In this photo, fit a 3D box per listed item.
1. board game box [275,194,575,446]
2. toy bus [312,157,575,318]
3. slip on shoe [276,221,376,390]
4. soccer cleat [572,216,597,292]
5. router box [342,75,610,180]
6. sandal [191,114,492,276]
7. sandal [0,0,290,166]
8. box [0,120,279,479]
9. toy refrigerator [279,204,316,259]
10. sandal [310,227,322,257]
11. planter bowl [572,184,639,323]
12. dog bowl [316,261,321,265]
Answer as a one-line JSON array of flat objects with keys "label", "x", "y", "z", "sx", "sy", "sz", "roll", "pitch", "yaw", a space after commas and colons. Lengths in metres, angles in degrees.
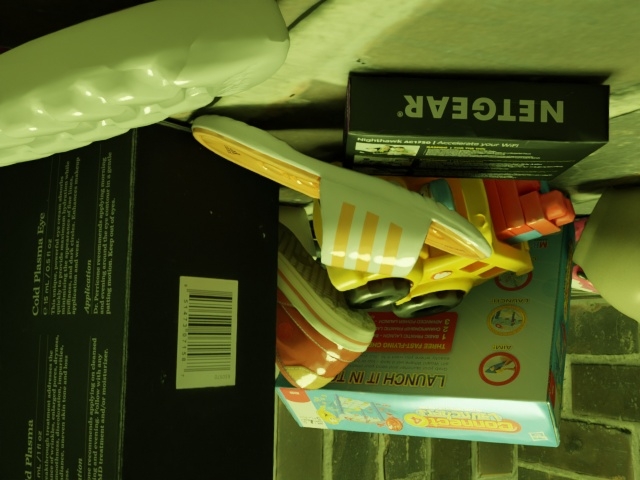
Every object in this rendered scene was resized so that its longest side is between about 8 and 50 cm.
[{"label": "board game box", "x": 0.138, "y": 0.083, "z": 0.900, "sx": 0.308, "sy": 0.301, "sz": 0.086, "roll": -2, "pitch": 135, "yaw": 26}, {"label": "toy bus", "x": 0.128, "y": -0.020, "z": 0.732, "sx": 0.212, "sy": 0.149, "sz": 0.220, "roll": -19, "pitch": 160, "yaw": 32}, {"label": "slip on shoe", "x": -0.068, "y": 0.037, "z": 0.819, "sx": 0.123, "sy": 0.101, "sz": 0.331, "roll": 23, "pitch": -163, "yaw": -45}, {"label": "soccer cleat", "x": 0.357, "y": 0.015, "z": 1.114, "sx": 0.332, "sy": 0.115, "sz": 0.143, "roll": 2, "pitch": -171, "yaw": 14}, {"label": "router box", "x": 0.107, "y": -0.081, "z": 0.564, "sx": 0.179, "sy": 0.046, "sz": 0.133, "roll": 2, "pitch": 173, "yaw": 0}, {"label": "sandal", "x": 0.005, "y": -0.020, "z": 0.610, "sx": 0.265, "sy": 0.076, "sz": 0.102, "roll": 23, "pitch": 174, "yaw": 10}, {"label": "sandal", "x": -0.223, "y": -0.088, "z": 0.416, "sx": 0.417, "sy": 0.102, "sz": 0.169, "roll": -12, "pitch": -174, "yaw": 6}, {"label": "box", "x": -0.212, "y": 0.082, "z": 0.736, "sx": 0.313, "sy": 0.343, "sz": 0.179, "roll": -4, "pitch": 172, "yaw": 39}, {"label": "toy refrigerator", "x": -0.114, "y": 0.055, "z": 1.097, "sx": 0.102, "sy": 0.094, "sz": 0.269, "roll": 5, "pitch": 145, "yaw": -27}, {"label": "sandal", "x": -0.001, "y": 0.000, "z": 1.245, "sx": 0.097, "sy": 0.054, "sz": 0.254, "roll": 10, "pitch": -179, "yaw": -12}, {"label": "planter bowl", "x": 0.355, "y": 0.004, "z": 0.844, "sx": 0.109, "sy": 0.162, "sz": 0.162, "roll": 26, "pitch": -177, "yaw": 23}, {"label": "dog bowl", "x": 0.025, "y": 0.155, "z": 1.582, "sx": 0.408, "sy": 0.150, "sz": 0.408, "roll": 20, "pitch": -173, "yaw": -2}]
